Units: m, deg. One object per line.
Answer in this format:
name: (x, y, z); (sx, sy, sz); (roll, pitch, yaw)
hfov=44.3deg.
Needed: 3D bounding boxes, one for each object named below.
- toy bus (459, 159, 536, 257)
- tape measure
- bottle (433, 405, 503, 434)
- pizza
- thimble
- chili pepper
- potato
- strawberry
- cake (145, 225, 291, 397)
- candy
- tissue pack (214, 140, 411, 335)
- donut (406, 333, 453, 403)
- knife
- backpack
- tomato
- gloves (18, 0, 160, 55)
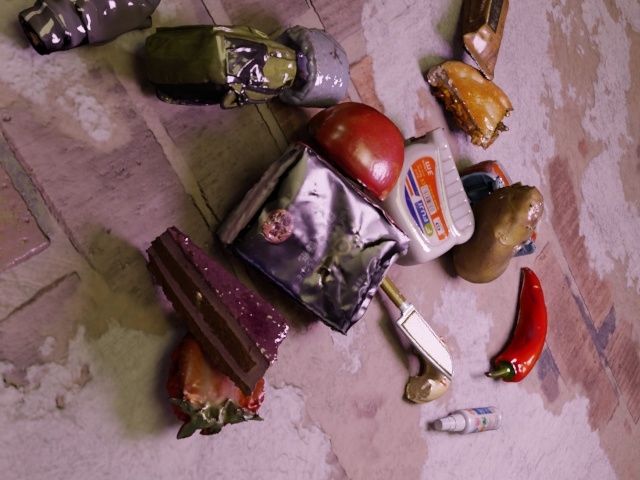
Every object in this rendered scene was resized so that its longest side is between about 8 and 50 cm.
toy bus: (0.441, -0.084, 1.960); (0.265, 0.121, 0.120); (55, 43, -22)
tape measure: (0.212, -0.091, 1.732); (0.265, 0.130, 0.258); (-27, 100, -37)
bottle: (0.341, 0.419, 1.821); (0.217, 0.060, 0.060); (6, 80, -44)
pizza: (0.374, -0.324, 1.941); (0.289, 0.081, 0.229); (11, 62, -41)
thimble: (-0.025, -0.335, 1.532); (0.117, 0.127, 0.151); (-4, 68, -48)
chili pepper: (0.508, 0.241, 2.006); (0.137, 0.092, 0.368); (40, 50, -11)
potato: (0.402, -0.025, 1.808); (0.141, 0.296, 0.192); (27, 48, -11)
strawberry: (-0.191, 0.212, 1.325); (0.174, 0.098, 0.228); (-1, 62, -28)
cake: (-0.166, 0.101, 1.278); (0.295, 0.116, 0.113); (47, 40, 5)
candy: (0.407, -0.538, 1.984); (0.143, 0.101, 0.271); (34, 54, -33)
tissue pack: (0.000, 0.000, 1.467); (0.332, 0.123, 0.245); (40, 86, -32)
donut: (0.252, 0.284, 1.750); (0.108, 0.065, 0.166); (23, 67, -34)
knife: (0.184, 0.167, 1.689); (0.061, 0.027, 0.343); (-45, 100, -27)
backpack: (-0.161, -0.295, 1.353); (0.253, 0.207, 0.140); (-8, 105, -51)
tomato: (0.083, -0.187, 1.530); (0.139, 0.233, 0.200); (-45, 115, 8)
gloves: (-0.350, -0.372, 1.258); (0.285, 0.119, 0.142); (-53, 150, -39)
